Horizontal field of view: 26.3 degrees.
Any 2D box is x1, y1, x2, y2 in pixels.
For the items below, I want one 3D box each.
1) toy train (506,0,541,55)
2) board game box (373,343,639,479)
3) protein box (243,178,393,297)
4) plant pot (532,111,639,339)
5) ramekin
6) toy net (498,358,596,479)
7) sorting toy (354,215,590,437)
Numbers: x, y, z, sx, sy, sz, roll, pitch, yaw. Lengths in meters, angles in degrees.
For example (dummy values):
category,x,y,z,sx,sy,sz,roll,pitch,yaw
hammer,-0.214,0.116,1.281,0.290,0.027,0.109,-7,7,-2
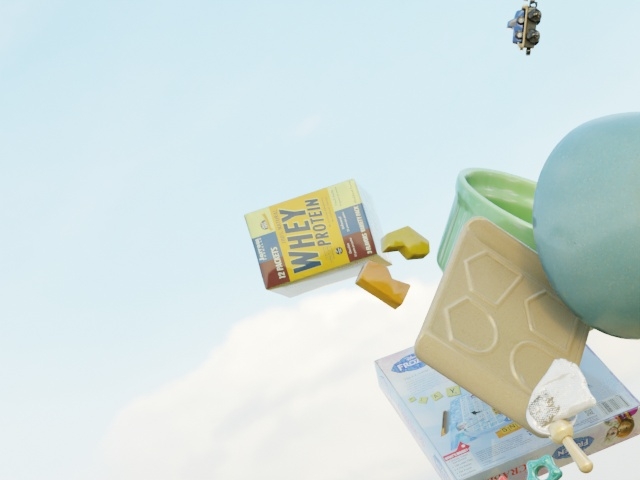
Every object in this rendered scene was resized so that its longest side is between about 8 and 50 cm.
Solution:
category,x,y,z,sx,sy,sz,roll,pitch,yaw
toy train,0.219,-0.275,1.452,0.036,0.158,0.027,4,-2,6
board game box,0.292,0.246,2.173,0.319,0.318,0.066,-19,-54,-11
protein box,0.000,0.000,2.347,0.200,0.136,0.201,-18,-9,8
plant pot,0.433,-0.029,1.665,0.290,0.290,0.195,-19,1,-24
ramekin,0.325,0.018,2.087,0.303,0.303,0.148,-3,-60,-53
toy net,0.255,0.251,1.546,0.122,0.232,0.045,-2,-19,28
sorting toy,0.194,0.082,1.710,0.041,0.307,0.229,-46,14,53
